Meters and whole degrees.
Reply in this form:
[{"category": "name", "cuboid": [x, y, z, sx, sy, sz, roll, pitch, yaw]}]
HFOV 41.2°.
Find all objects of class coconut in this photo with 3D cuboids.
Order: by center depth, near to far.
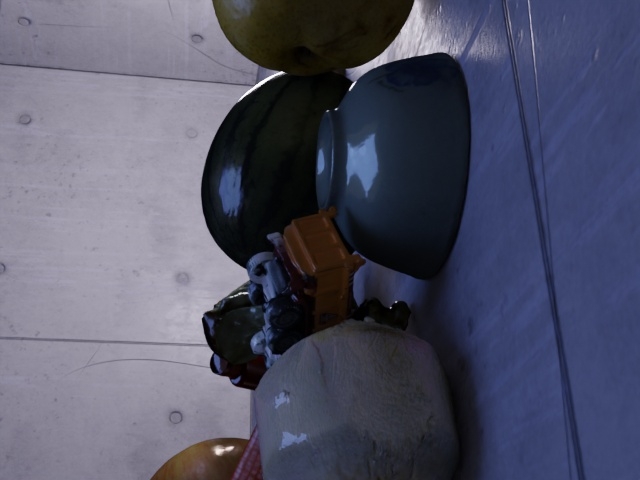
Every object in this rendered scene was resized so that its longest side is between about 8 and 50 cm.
[{"category": "coconut", "cuboid": [0.039, 0.197, 0.950, 0.227, 0.227, 0.230, 103, 161, -47]}]

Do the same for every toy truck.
[{"category": "toy truck", "cuboid": [-0.016, 0.093, 1.068, 0.270, 0.135, 0.114, 93, 159, -46]}]

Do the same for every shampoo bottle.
[{"category": "shampoo bottle", "cuboid": [-0.149, 0.306, 2.008, 0.064, 0.260, 0.102, -22, 61, 33]}]

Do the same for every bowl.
[{"category": "bowl", "cuboid": [0.073, -0.098, 1.075, 0.289, 0.146, 0.289, -176, 90, -80]}]

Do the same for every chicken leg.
[{"category": "chicken leg", "cuboid": [0.026, 0.161, 1.290, 0.361, 0.140, 0.211, -154, 56, -73]}]

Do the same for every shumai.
[{"category": "shumai", "cuboid": [-0.128, 0.148, 1.865, 0.309, 0.263, 0.304, 122, 148, -71]}]

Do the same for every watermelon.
[{"category": "watermelon", "cuboid": [-0.041, -0.090, 1.303, 0.279, 0.279, 0.359, 114, 180, -66]}]

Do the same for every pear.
[{"category": "pear", "cuboid": [-0.007, -0.387, 1.199, 0.314, 0.314, 0.314, -177, 90, -81]}]

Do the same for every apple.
[{"category": "apple", "cuboid": [-0.197, 0.616, 1.813, 0.346, 0.391, 0.391, -123, 33, -43]}]

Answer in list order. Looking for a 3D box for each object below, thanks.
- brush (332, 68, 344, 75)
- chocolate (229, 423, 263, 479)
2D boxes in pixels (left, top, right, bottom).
[{"category": "brush", "cuboid": [0.027, -0.299, 1.735, 0.233, 0.047, 0.103, -109, 24, -66]}, {"category": "chocolate", "cuboid": [-0.060, 0.387, 1.402, 0.234, 0.108, 0.237, -65, -18, -14]}]
